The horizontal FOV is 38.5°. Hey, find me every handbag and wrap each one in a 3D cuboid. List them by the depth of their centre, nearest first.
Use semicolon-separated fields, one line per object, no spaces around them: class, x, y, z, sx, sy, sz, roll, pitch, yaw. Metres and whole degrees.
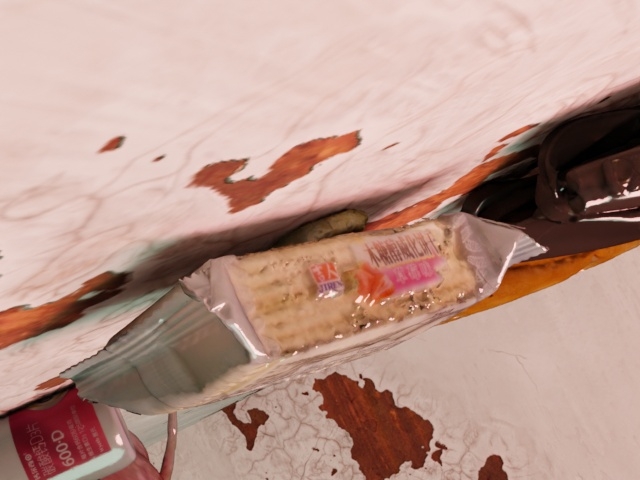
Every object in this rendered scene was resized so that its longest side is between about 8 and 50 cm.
handbag;0.264;-0.050;0.799;0.257;0.113;0.285;-17;176;-15

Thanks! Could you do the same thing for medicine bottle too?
medicine bottle;-0.287;0.208;0.846;0.217;0.090;0.090;-23;170;-12

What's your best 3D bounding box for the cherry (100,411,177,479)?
cherry;-0.320;0.353;1.053;0.335;0.291;0.326;-6;180;-3

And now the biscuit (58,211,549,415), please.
biscuit;-0.004;0.050;0.630;0.309;0.079;0.186;-13;167;-43

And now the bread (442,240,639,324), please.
bread;0.201;0.021;1.048;0.381;0.109;0.185;-18;172;-34

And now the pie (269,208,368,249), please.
pie;0.000;0.000;0.661;0.084;0.020;0.084;-25;171;-4
